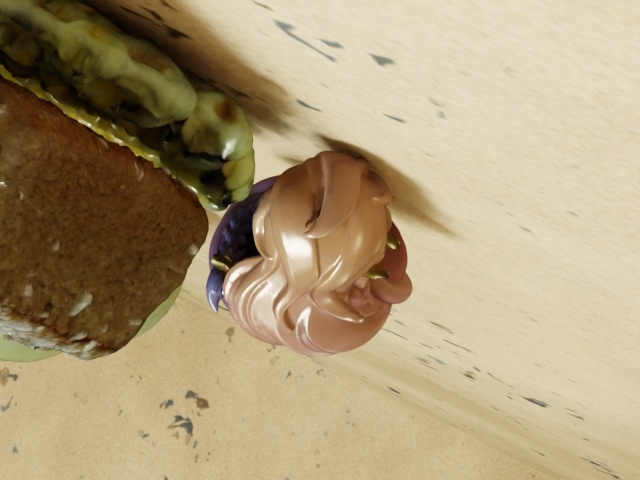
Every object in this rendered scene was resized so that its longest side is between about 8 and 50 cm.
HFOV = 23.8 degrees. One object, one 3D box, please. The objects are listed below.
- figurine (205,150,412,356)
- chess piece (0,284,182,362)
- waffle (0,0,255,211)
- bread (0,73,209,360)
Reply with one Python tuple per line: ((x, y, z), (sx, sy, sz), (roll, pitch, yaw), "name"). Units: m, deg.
((0.001, 0.010, 0.879), (0.126, 0.114, 0.157), (-7, 177, -18), "figurine")
((-0.275, 0.015, 1.511), (0.234, 0.234, 0.442), (29, 167, -19), "chess piece")
((-0.121, -0.087, 0.836), (0.204, 0.054, 0.223), (34, 172, -7), "waffle")
((-0.259, -0.075, 0.815), (0.416, 0.113, 0.165), (29, 176, 33), "bread")
